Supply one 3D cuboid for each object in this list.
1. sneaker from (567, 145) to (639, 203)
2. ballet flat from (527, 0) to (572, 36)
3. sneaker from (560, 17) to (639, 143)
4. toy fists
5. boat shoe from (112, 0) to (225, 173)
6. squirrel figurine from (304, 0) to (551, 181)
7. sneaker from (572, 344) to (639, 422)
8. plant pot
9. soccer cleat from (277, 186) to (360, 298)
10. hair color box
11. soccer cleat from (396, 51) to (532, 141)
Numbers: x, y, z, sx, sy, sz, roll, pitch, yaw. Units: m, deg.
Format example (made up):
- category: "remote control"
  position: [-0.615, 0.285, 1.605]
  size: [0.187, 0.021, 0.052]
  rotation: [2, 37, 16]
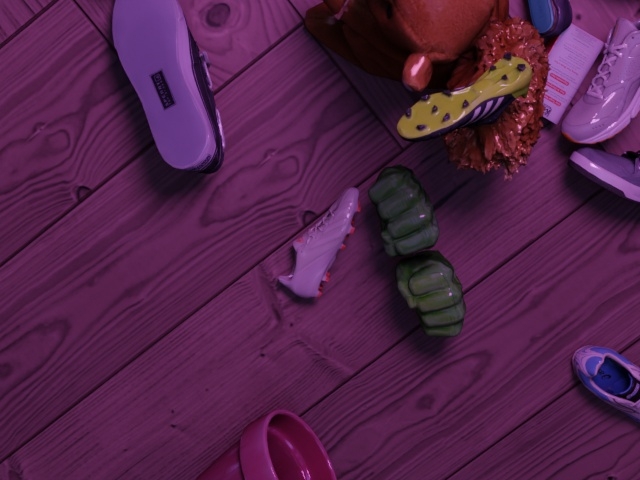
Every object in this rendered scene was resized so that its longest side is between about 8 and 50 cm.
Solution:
- category: "sneaker"
  position: [0.538, -0.136, 1.455]
  size: [0.296, 0.124, 0.178]
  rotation: [17, 108, -15]
- category: "ballet flat"
  position: [0.328, -0.398, 1.409]
  size: [0.074, 0.074, 0.203]
  rotation: [-14, 87, 0]
- category: "sneaker"
  position: [0.444, -0.262, 1.422]
  size: [0.262, 0.099, 0.121]
  rotation: [-45, 124, 0]
- category: "toy fists"
  position: [0.148, 0.018, 1.464]
  size: [0.096, 0.142, 0.279]
  rotation: [-20, 104, 2]
- category: "boat shoe"
  position: [-0.210, -0.242, 1.399]
  size: [0.113, 0.105, 0.306]
  rotation: [-27, 79, 15]
- category: "squirrel figurine"
  position: [0.183, -0.282, 1.273]
  size: [0.397, 0.370, 0.281]
  rotation: [44, 98, -12]
- category: "sneaker"
  position: [0.519, 0.253, 1.573]
  size: [0.237, 0.086, 0.085]
  rotation: [30, 99, -11]
- category: "plant pot"
  position: [-0.097, 0.397, 1.531]
  size: [0.180, 0.201, 0.201]
  rotation: [-31, 104, 21]
- category: "soccer cleat"
  position: [0.000, 0.000, 1.492]
  size: [0.076, 0.068, 0.196]
  rotation: [25, 104, -6]
- category: "hair color box"
  position: [0.363, -0.256, 1.459]
  size: [0.072, 0.043, 0.141]
  rotation: [28, 100, -9]
- category: "soccer cleat"
  position: [0.174, -0.155, 1.133]
  size: [0.179, 0.060, 0.072]
  rotation: [-28, 144, -6]
